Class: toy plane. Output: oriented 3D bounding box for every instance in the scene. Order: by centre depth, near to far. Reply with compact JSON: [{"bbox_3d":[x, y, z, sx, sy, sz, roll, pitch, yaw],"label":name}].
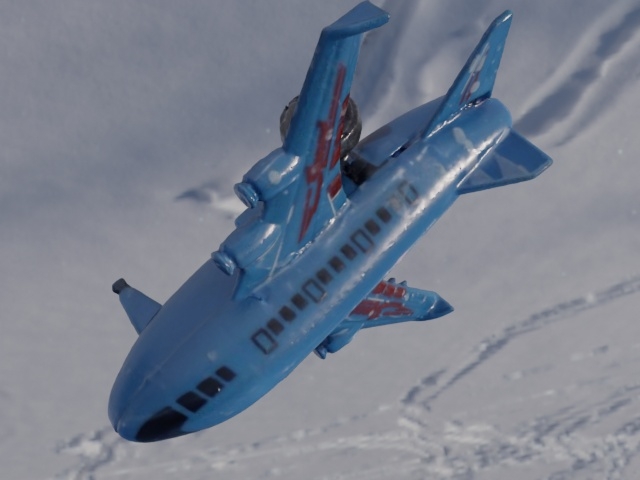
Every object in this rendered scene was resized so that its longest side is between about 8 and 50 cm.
[{"bbox_3d":[0.000,0.000,0.518,0.271,0.105,0.254,-33,146,-9],"label":"toy plane"}]
